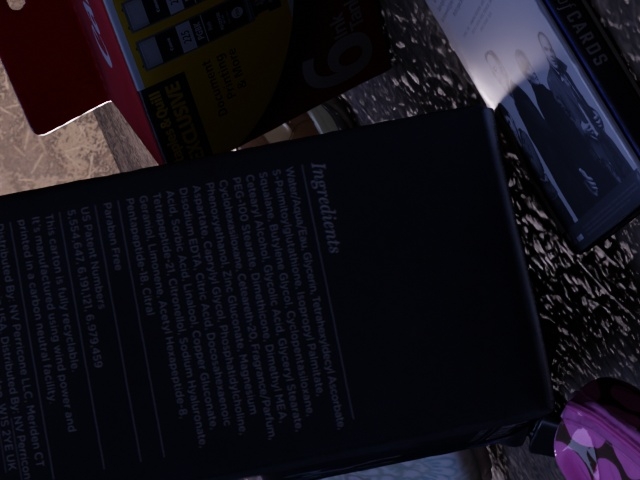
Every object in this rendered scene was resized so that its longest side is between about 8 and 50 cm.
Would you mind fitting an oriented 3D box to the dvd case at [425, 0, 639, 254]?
[{"bbox_3d":[0.126,-0.115,1.077,0.239,0.029,0.179,61,169,7],"label":"dvd case"}]

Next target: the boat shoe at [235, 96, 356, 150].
[{"bbox_3d":[0.000,0.000,1.674,0.122,0.120,0.324,42,157,60],"label":"boat shoe"}]

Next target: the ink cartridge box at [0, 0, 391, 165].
[{"bbox_3d":[-0.118,-0.212,1.308,0.130,0.272,0.309,51,165,44],"label":"ink cartridge box"}]

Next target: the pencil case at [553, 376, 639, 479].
[{"bbox_3d":[0.224,0.154,1.129,0.098,0.095,0.209,28,-178,-25],"label":"pencil case"}]

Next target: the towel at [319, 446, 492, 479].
[{"bbox_3d":[-0.024,0.133,1.678,0.374,0.320,0.090,66,-150,-46],"label":"towel"}]

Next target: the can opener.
[{"bbox_3d":[0.168,0.112,1.403,0.186,0.073,0.059,86,-167,-57],"label":"can opener"}]

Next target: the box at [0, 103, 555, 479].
[{"bbox_3d":[-0.062,0.070,1.251,0.293,0.395,0.212,86,172,-80],"label":"box"}]
